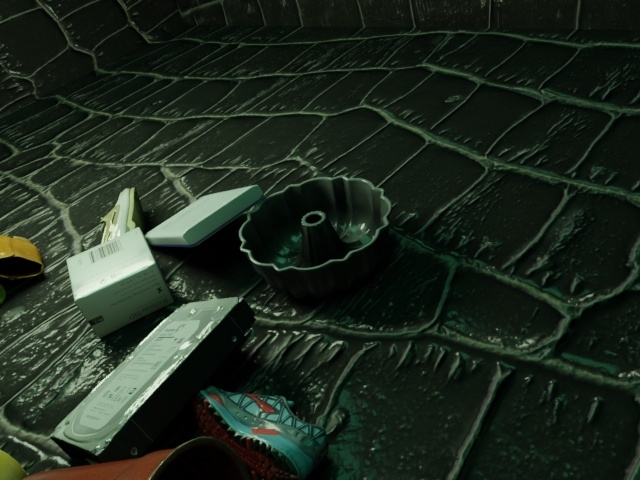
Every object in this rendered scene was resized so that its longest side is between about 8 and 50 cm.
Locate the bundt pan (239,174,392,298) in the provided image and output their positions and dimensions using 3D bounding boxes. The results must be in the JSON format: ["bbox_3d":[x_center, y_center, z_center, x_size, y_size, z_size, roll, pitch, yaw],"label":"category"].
[{"bbox_3d":[0.000,0.000,1.182,0.330,0.124,0.331,-11,36,8],"label":"bundt pan"}]

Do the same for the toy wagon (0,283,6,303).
[{"bbox_3d":[-0.926,0.162,1.363,0.267,0.068,0.344,-10,37,7],"label":"toy wagon"}]

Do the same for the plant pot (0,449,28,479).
[{"bbox_3d":[-0.536,0.418,0.750,0.253,0.254,0.239,-10,22,8],"label":"plant pot"}]

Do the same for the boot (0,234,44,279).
[{"bbox_3d":[-0.868,0.030,1.394,0.295,0.104,0.211,5,12,-33],"label":"boot"}]

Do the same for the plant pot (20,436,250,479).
[{"bbox_3d":[-0.255,0.389,0.674,0.264,0.272,0.272,-10,36,22],"label":"plant pot"}]

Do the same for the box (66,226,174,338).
[{"bbox_3d":[-0.450,0.089,1.236,0.180,0.119,0.182,-27,38,-15],"label":"box"}]

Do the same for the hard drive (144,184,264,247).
[{"bbox_3d":[-0.290,-0.055,1.332,0.210,0.040,0.318,-38,19,-26],"label":"hard drive"}]

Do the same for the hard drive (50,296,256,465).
[{"bbox_3d":[-0.286,0.235,0.960,0.236,0.064,0.339,-12,28,48],"label":"hard drive"}]

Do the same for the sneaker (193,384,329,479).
[{"bbox_3d":[-0.096,0.298,0.874,0.261,0.104,0.125,19,26,38],"label":"sneaker"}]

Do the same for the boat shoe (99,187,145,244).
[{"bbox_3d":[-0.522,-0.040,1.440,0.103,0.113,0.302,-13,37,-6],"label":"boat shoe"}]
